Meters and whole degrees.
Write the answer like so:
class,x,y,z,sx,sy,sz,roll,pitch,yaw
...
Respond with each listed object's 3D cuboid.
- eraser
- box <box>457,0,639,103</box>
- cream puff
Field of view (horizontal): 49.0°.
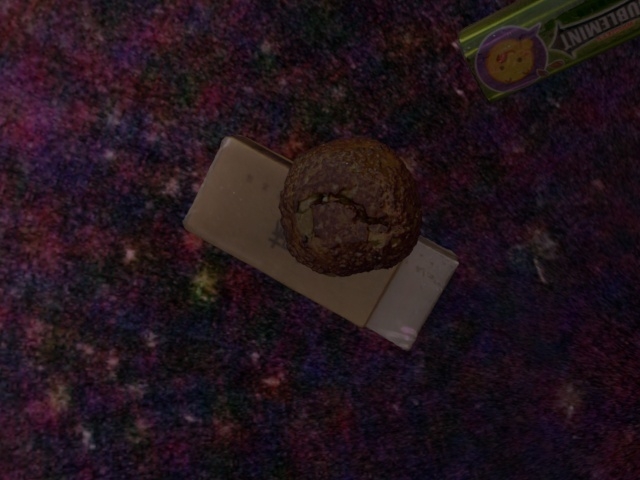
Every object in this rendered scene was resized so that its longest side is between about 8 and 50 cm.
class,x,y,z,sx,sy,sz,roll,pitch,yaw
eraser,0.000,0.000,0.926,0.343,0.078,0.144,28,101,4
box,0.397,-0.343,1.089,0.345,0.134,0.097,-21,28,27
cream puff,0.030,-0.029,0.687,0.148,0.084,0.149,0,94,-3
